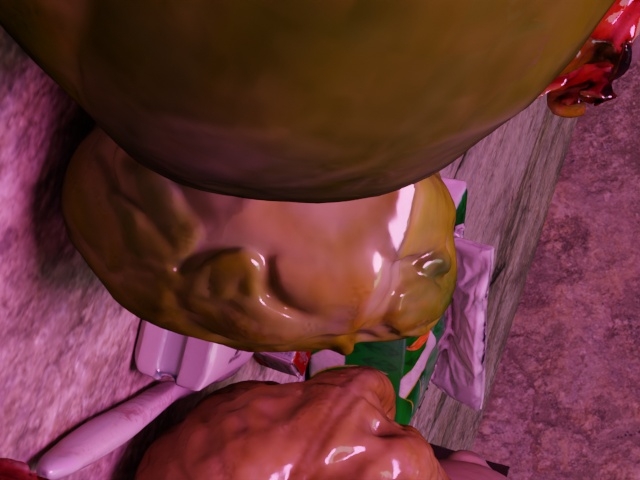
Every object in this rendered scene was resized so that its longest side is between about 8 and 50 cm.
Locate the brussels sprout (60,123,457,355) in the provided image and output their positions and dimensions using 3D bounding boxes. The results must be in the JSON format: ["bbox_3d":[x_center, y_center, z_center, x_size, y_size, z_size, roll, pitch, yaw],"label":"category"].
[{"bbox_3d":[-0.023,-0.020,0.755,0.161,0.223,0.223,-60,168,9],"label":"brussels sprout"}]

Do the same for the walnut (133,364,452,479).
[{"bbox_3d":[-0.013,0.197,0.986,0.257,0.224,0.257,-59,165,-26],"label":"walnut"}]

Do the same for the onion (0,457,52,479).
[{"bbox_3d":[-0.143,0.201,0.480,0.276,0.276,0.276,16,90,-76],"label":"onion"}]

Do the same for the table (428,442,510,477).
[{"bbox_3d":[0.062,0.361,1.530,0.250,0.196,0.282,-7,112,-74],"label":"table"}]

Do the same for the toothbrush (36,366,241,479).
[{"bbox_3d":[-0.104,0.098,0.935,0.307,0.025,0.029,-26,123,-72],"label":"toothbrush"}]

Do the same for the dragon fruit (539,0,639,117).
[{"bbox_3d":[0.126,-0.220,1.035,0.307,0.243,0.227,71,27,-66],"label":"dragon fruit"}]

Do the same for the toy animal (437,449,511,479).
[{"bbox_3d":[0.037,0.297,1.276,0.345,0.277,0.247,6,118,-50],"label":"toy animal"}]

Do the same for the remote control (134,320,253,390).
[{"bbox_3d":[-0.046,-0.050,0.931,0.103,0.055,0.277,-20,126,-74],"label":"remote control"}]

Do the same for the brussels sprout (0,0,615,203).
[{"bbox_3d":[0.006,-0.198,0.512,0.315,0.276,0.371,35,71,-79],"label":"brussels sprout"}]

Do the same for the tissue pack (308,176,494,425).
[{"bbox_3d":[0.083,0.062,1.356,0.148,0.156,0.209,-63,162,-44],"label":"tissue pack"}]

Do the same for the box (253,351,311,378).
[{"bbox_3d":[0.000,0.000,1.199,0.055,0.039,0.218,67,42,-71],"label":"box"}]
